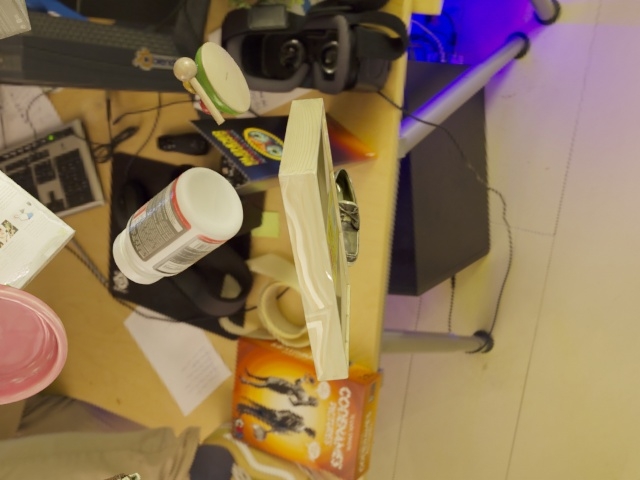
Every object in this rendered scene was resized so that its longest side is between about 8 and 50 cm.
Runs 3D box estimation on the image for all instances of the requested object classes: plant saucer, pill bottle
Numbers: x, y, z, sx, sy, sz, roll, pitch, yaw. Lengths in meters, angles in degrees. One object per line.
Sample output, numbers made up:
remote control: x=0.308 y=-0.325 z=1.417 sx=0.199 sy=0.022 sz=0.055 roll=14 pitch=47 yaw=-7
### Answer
plant saucer: x=-0.725 y=0.216 z=1.580 sx=0.332 sy=0.332 sz=0.084 roll=-61 pitch=28 yaw=26
pill bottle: x=-0.398 y=-0.028 z=1.977 sx=0.362 sy=0.210 sz=0.210 roll=-31 pitch=84 yaw=36

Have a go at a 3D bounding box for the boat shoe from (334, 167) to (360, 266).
boat shoe: x=0.039 y=-0.052 z=1.415 sx=0.073 sy=0.080 sz=0.224 roll=-55 pitch=31 yaw=40

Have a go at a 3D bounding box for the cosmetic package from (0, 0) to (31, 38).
cosmetic package: x=-0.604 y=-0.377 z=1.163 sx=0.237 sy=0.107 sz=0.127 roll=-20 pitch=64 yaw=-9

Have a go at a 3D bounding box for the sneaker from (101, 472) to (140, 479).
sneaker: x=-0.450 y=0.533 z=1.571 sx=0.071 sy=0.188 sz=0.066 roll=-36 pitch=80 yaw=-4

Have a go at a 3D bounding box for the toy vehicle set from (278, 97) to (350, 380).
toy vehicle set: x=0.000 y=0.000 z=0.801 sx=0.035 sy=0.166 sz=0.267 roll=-5 pitch=124 yaw=7

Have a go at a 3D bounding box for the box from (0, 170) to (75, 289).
box: x=-0.770 y=-0.037 z=1.669 sx=0.322 sy=0.232 sz=0.058 roll=41 pitch=150 yaw=-9

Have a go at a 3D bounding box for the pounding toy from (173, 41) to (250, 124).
pounding toy: x=-0.271 y=-0.354 z=1.706 sx=0.110 sy=0.237 sz=0.183 roll=-24 pitch=104 yaw=24
